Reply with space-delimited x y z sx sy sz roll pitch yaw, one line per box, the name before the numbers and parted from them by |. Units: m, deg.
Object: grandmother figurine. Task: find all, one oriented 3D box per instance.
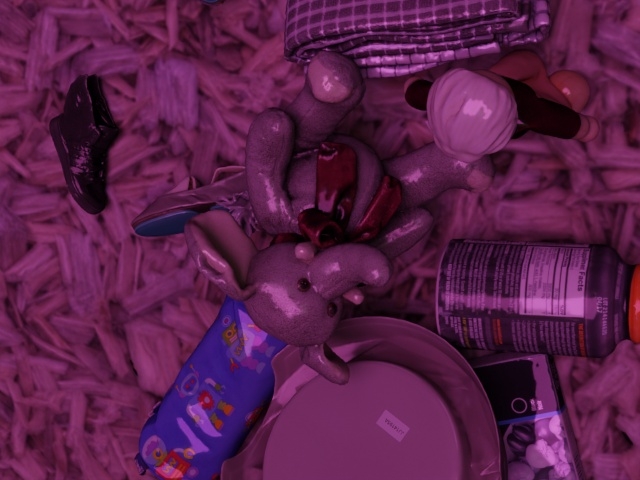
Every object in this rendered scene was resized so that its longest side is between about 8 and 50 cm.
grandmother figurine | 0.183 -0.145 1.230 0.207 0.342 0.104 4 100 18

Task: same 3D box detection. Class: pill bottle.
pill bottle | 0.263 0.067 1.353 0.245 0.130 0.130 3 100 19

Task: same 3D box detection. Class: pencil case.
pencil case | -0.123 0.179 1.514 0.133 0.119 0.306 37 109 15

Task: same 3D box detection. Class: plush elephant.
plush elephant | 0.000 0.000 1.311 0.330 0.255 0.272 -29 133 32

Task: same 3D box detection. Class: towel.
towel | 0.102 -0.306 1.294 0.283 0.121 0.235 -7 64 21

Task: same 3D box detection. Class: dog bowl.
dog bowl | 0.058 0.268 1.377 0.348 0.102 0.349 -10 67 23

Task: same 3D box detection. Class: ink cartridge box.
ink cartridge box | 0.205 0.247 1.451 0.208 0.045 0.206 -14 94 23

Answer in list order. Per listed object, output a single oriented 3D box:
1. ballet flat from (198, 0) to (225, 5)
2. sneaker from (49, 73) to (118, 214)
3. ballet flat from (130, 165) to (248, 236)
ballet flat | -0.175 -0.365 1.469 0.188 0.070 0.070 46 110 2
sneaker | -0.302 -0.126 1.560 0.089 0.051 0.170 -23 88 26
ballet flat | -0.145 -0.055 1.519 0.213 0.072 0.068 -11 68 20
